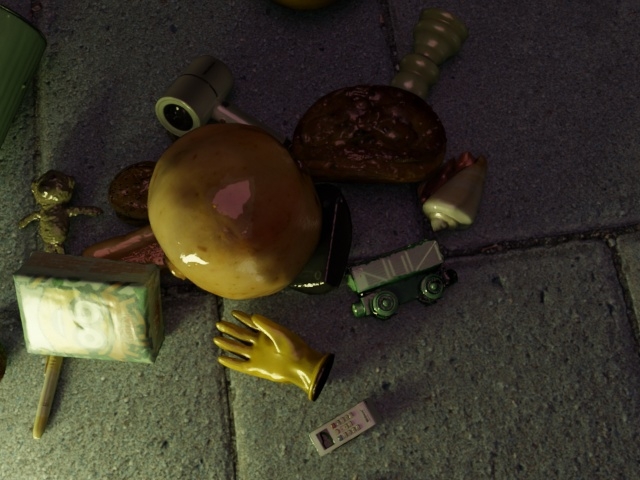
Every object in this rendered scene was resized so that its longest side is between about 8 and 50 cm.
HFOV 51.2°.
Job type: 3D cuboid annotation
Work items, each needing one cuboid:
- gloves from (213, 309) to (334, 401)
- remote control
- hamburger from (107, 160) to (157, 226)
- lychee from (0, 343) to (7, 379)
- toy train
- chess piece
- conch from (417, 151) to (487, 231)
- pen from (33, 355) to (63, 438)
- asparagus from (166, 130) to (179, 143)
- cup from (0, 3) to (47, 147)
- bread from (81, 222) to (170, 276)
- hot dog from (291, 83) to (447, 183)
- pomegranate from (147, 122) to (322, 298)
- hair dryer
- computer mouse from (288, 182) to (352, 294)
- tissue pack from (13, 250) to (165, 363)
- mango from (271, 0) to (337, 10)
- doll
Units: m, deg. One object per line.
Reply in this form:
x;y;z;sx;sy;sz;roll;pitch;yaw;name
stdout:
-0.124;0.267;1.582;0.294;0.116;0.133;22;70;14;gloves
0.060;0.436;1.560;0.166;0.029;0.065;-31;77;-1;remote control
-0.452;-0.122;1.684;0.185;0.113;0.177;37;80;10;hamburger
-0.806;0.297;1.584;0.114;0.114;0.146;0;56;2;lychee
0.192;0.097;1.602;0.270;0.115;0.154;-19;81;-2;toy train
0.267;-0.459;1.746;0.144;0.144;0.251;28;84;9;chess piece
0.340;-0.108;1.665;0.158;0.127;0.255;19;50;39;conch
-0.656;0.356;1.605;0.040;0.032;0.233;8;75;9;pen
-0.335;-0.192;1.744;0.025;0.024;0.248;-33;78;0;asparagus
-0.923;-0.407;1.719;0.310;0.401;0.392;20;80;-27;cup
-0.432;0.034;1.650;0.305;0.091;0.142;-19;85;-3;bread
0.117;-0.247;1.650;0.388;0.174;0.266;0;64;8;hot dog
-0.193;-0.049;1.482;0.412;0.411;0.411;-1;75;2;pomegranate
-0.217;-0.308;1.716;0.362;0.128;0.203;31;51;-5;hair dryer
0.000;0.000;1.625;0.170;0.100;0.269;-2;74;44;computer mouse
-0.529;0.159;1.553;0.311;0.128;0.228;5;120;2;tissue pack
0.018;-0.785;1.790;0.446;0.232;0.300;-23;71;-10;mango
-0.681;-0.033;1.691;0.203;0.091;0.285;17;87;18;doll
